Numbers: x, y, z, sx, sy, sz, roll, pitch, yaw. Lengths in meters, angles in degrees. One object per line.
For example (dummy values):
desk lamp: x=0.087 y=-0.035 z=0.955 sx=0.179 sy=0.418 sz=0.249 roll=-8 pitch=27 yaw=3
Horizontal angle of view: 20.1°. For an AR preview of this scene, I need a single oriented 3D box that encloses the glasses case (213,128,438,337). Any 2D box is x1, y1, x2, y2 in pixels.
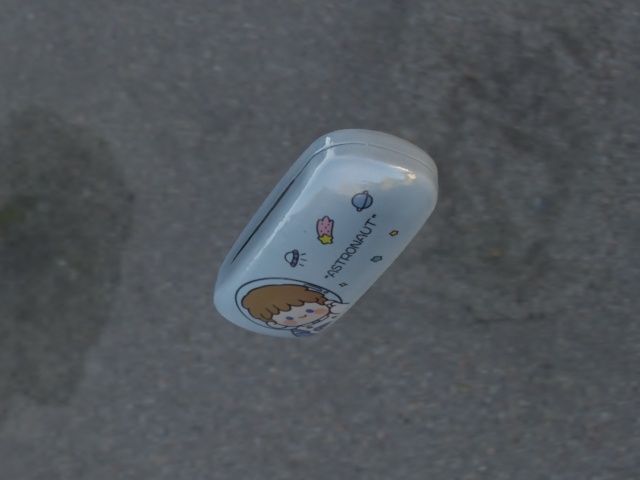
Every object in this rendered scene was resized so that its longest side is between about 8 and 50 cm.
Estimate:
glasses case: x=0.000 y=0.000 z=0.938 sx=0.178 sy=0.067 sz=0.045 roll=130 pitch=152 yaw=-51
